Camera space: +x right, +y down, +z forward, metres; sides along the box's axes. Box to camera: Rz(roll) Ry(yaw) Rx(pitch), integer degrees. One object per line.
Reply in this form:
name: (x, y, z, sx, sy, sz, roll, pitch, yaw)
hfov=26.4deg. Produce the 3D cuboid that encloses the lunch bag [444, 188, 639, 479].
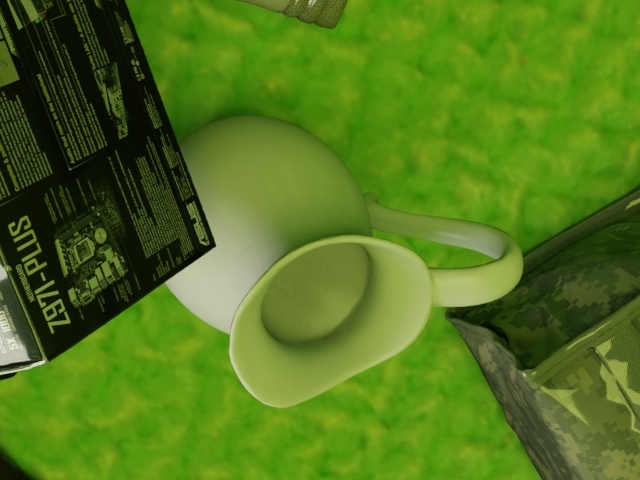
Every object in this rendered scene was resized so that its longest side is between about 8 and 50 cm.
lunch bag: (0.272, 0.078, 0.893, 0.287, 0.169, 0.235, -33, 109, -7)

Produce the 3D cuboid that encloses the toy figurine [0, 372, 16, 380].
toy figurine: (-0.244, -0.021, 0.704, 0.148, 0.210, 0.213, -15, 130, 24)

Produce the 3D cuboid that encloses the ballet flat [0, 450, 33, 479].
ballet flat: (-0.235, 0.183, 0.858, 0.123, 0.123, 0.348, -34, 113, 1)

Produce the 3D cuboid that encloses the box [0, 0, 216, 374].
box: (-0.143, -0.046, 0.637, 0.077, 0.147, 0.180, -12, 105, 31)

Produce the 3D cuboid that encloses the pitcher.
pitcher: (0.000, 0.000, 0.780, 0.177, 0.207, 0.126, -10, 115, -19)

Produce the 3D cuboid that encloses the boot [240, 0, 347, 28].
boot: (-0.039, -0.231, 0.762, 0.165, 0.077, 0.213, 9, 112, -14)
